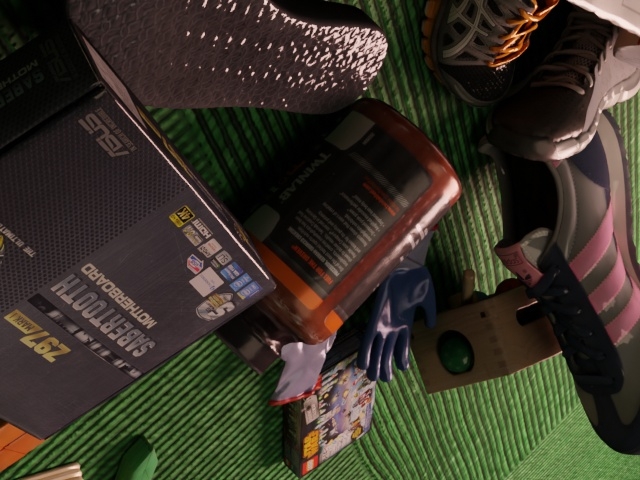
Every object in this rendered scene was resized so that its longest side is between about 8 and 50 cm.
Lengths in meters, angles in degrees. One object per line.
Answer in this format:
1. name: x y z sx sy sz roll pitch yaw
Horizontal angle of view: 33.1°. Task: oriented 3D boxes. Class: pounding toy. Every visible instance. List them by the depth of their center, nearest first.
1. pounding toy: 0.152 0.076 1.008 0.141 0.100 0.130 -14 174 -42

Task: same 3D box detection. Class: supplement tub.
1. supplement tub: 0.000 0.000 0.764 0.198 0.106 0.106 -46 147 -7

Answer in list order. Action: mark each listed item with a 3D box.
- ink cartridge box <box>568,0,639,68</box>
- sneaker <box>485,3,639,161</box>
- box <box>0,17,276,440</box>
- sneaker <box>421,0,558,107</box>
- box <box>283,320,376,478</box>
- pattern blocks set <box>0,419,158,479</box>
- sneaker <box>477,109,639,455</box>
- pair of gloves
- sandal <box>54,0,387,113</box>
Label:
1. ink cartridge box: 0.265 -0.278 0.751 0.385 0.091 0.308 5 105 -52
2. sneaker: 0.205 -0.159 0.872 0.228 0.086 0.132 -39 142 -47
3. box: -0.149 0.010 0.603 0.183 0.059 0.233 -32 145 2
4. sneaker: 0.129 -0.174 0.768 0.084 0.083 0.215 -36 146 -24
5. box: 0.010 0.148 0.989 0.094 0.027 0.137 -29 141 -29
6. pattern blocks set: -0.256 0.239 0.766 0.324 0.026 0.285 -18 135 -40
7. sneaker: 0.212 0.039 0.939 0.131 0.319 0.112 -10 173 -31
8. pair of gloves: 0.031 0.057 0.903 0.198 0.023 0.159 -8 120 -40
9. sandal: -0.059 -0.123 0.630 0.097 0.054 0.254 -51 151 20
